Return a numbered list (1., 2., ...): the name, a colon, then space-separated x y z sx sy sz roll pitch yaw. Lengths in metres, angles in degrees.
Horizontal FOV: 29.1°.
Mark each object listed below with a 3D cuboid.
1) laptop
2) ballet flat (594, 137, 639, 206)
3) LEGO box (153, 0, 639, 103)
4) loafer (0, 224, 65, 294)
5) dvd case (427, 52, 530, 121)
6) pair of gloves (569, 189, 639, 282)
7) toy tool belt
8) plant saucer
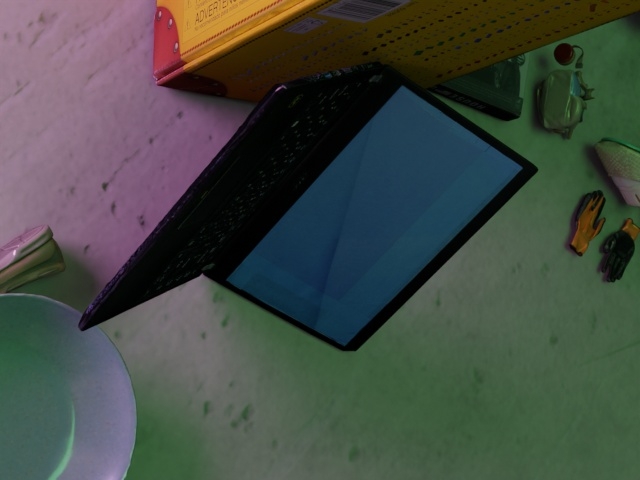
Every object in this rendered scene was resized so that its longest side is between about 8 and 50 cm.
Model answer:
1. laptop: 0.000 0.000 0.888 0.136 0.234 0.264 46 25 8
2. ballet flat: 0.334 -0.048 1.224 0.168 0.057 0.052 24 82 -27
3. LEGO box: 0.074 -0.320 0.836 0.193 0.500 0.373 6 81 -30
4. loafer: -0.233 0.036 0.872 0.125 0.045 0.039 -40 111 -32
5. dvd case: 0.128 -0.250 1.136 0.179 0.029 0.239 17 75 -29
6. pair of gloves: 0.278 -0.004 1.209 0.083 0.010 0.074 40 64 -24
7. toy tool belt: 0.236 -0.142 1.184 0.051 0.052 0.083 20 75 -61
8. plant saucer: -0.223 0.133 0.859 0.195 0.037 0.195 -1 92 -34
